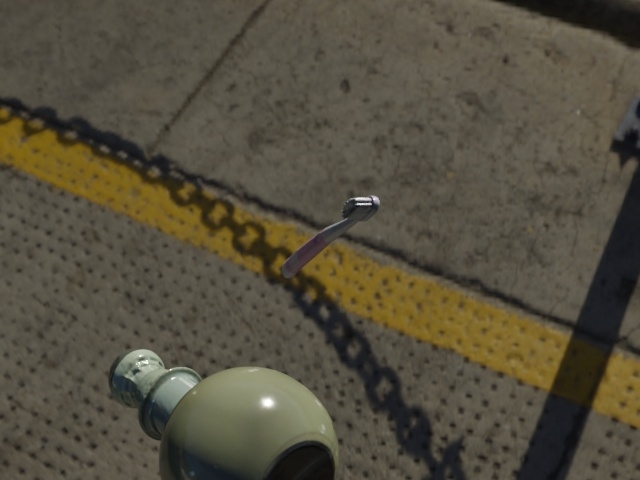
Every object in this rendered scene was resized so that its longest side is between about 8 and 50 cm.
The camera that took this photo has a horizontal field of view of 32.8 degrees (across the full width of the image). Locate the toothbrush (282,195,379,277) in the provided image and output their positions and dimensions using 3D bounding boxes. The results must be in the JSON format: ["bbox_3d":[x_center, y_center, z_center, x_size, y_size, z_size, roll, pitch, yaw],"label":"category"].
[{"bbox_3d":[0.000,0.000,1.075,0.025,0.286,0.020,2,76,-16],"label":"toothbrush"}]

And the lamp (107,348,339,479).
[{"bbox_3d":[-0.064,0.097,0.579,0.091,0.091,0.163,-43,42,-22],"label":"lamp"}]
